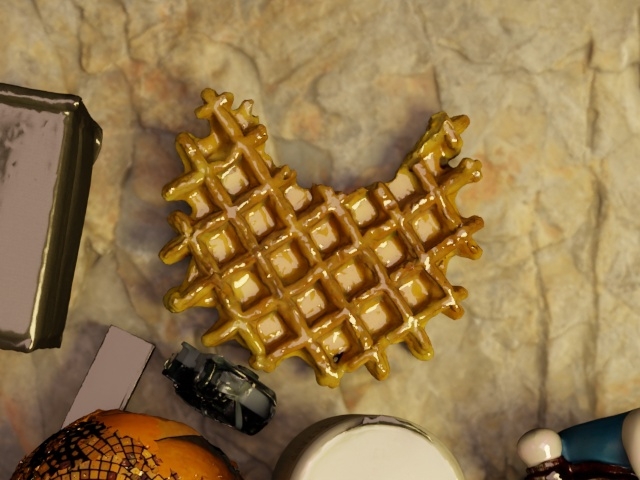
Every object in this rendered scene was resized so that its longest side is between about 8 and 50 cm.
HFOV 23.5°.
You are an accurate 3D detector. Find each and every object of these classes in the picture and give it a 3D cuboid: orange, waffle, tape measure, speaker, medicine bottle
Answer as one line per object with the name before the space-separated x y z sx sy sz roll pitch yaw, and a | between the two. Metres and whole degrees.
orange | -0.160 0.250 1.244 0.182 0.234 0.234 32 80 24
waffle | 0.000 0.000 1.376 0.293 0.069 0.259 8 85 -8
tape measure | -0.086 0.130 1.337 0.094 0.091 0.054 38 76 -34
speaker | -0.206 0.169 1.345 0.046 0.040 0.191 25 82 -2
medicine bottle | 0.031 0.212 1.257 0.143 0.258 0.143 0 85 -5

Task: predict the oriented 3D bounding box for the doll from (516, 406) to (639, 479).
doll | 0.253 0.316 1.287 0.284 0.240 0.309 16 65 -31

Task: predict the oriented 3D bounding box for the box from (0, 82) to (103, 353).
box | -0.367 -0.032 1.240 0.345 0.251 0.204 8 87 -5
